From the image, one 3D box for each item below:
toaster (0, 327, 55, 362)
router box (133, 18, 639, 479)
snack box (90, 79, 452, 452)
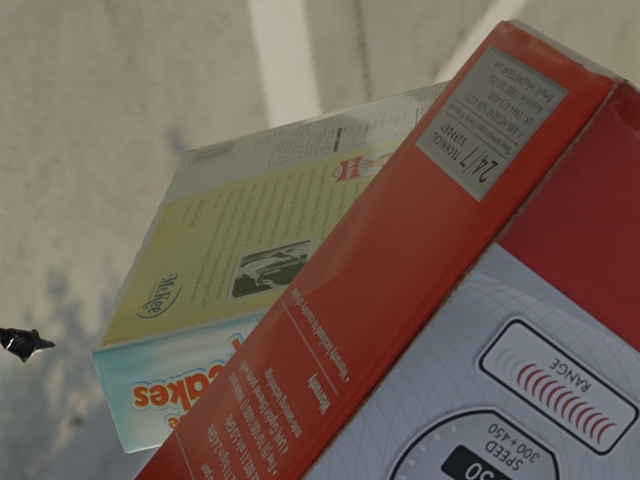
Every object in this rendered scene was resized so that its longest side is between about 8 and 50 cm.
[{"bbox_3d":[-0.252,0.058,0.813,0.186,0.110,0.168,38,81,-30],"label":"toaster"},{"bbox_3d":[0.086,0.163,0.478,0.301,0.335,0.082,-52,-159,6],"label":"router box"},{"bbox_3d":[0.000,0.000,0.979,0.322,0.187,0.060,-77,151,-69],"label":"snack box"}]
